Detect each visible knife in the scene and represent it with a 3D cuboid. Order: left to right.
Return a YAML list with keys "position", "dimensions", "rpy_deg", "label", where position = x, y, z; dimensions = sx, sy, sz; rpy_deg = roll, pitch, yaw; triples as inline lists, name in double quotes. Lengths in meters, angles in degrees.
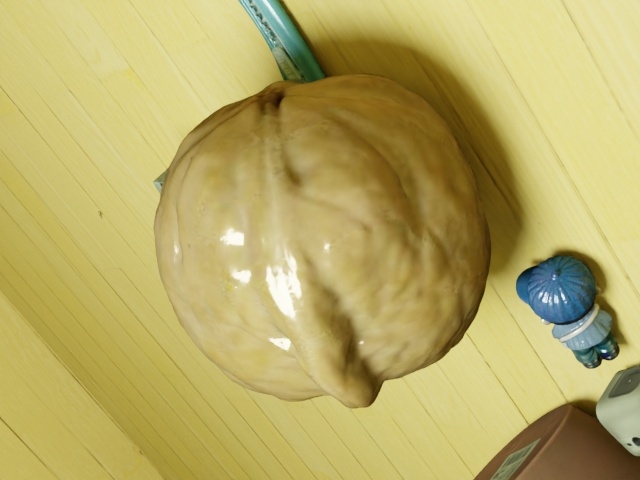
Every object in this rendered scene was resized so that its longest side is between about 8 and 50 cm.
- position: [-0.051, -0.229, 1.167]
  dimensions: [0.064, 0.031, 0.222]
  rpy_deg: [-2, 128, 51]
  label: "knife"

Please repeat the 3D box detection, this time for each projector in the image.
- position: [0.374, 0.186, 1.161]
  dimensions: [0.083, 0.083, 0.082]
  rpy_deg: [45, 150, -4]
  label: "projector"

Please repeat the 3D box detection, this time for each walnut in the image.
- position: [0.000, 0.000, 1.111]
  dimensions: [0.381, 0.381, 0.381]
  rpy_deg: [30, 148, 21]
  label: "walnut"

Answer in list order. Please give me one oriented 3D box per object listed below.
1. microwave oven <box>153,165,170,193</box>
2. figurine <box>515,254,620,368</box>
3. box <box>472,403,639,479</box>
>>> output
- position: [-0.103, -0.028, 1.403]
  dimensions: [0.162, 0.122, 0.208]
  rpy_deg: [8, 137, 46]
  label: "microwave oven"
- position: [0.277, 0.081, 1.151]
  dimensions: [0.086, 0.087, 0.149]
  rpy_deg: [-26, 116, 18]
  label: "figurine"
- position: [0.302, 0.359, 1.288]
  dimensions: [0.216, 0.301, 0.301]
  rpy_deg: [47, 151, 7]
  label: "box"
